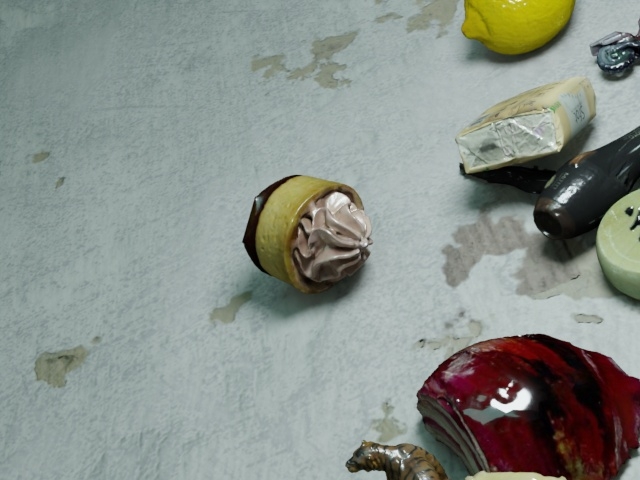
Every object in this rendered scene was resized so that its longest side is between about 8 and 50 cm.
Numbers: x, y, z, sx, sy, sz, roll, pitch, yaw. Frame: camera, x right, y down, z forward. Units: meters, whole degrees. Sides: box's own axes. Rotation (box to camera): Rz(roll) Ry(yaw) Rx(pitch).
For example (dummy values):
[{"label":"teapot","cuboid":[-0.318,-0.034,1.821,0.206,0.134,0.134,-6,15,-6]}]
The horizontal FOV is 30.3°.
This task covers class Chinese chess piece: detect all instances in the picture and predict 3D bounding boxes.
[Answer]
[{"label":"Chinese chess piece","cuboid":[0.502,0.002,1.743,0.188,0.083,0.188,-16,45,16]}]

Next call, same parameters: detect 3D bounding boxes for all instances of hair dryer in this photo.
[{"label":"hair dryer","cuboid":[0.376,-0.126,1.953,0.303,0.120,0.359,-42,32,-27]}]

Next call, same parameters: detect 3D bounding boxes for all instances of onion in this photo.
[{"label":"onion","cuboid":[0.280,0.208,1.617,0.280,0.146,0.314,-33,36,-10]}]

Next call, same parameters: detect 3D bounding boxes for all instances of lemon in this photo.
[{"label":"lemon","cuboid":[0.369,-0.444,2.197,0.244,0.187,0.187,-26,40,-4]}]

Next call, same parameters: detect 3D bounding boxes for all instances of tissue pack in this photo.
[{"label":"tissue pack","cuboid":[0.342,-0.191,1.945,0.186,0.090,0.222,-14,12,32]}]

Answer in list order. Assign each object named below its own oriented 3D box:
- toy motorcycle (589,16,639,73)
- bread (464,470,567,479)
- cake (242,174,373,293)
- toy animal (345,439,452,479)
[{"label":"toy motorcycle","cuboid":[0.572,-0.373,2.082,0.213,0.082,0.122,-27,42,1]},{"label":"bread","cuboid":[0.273,0.464,1.182,0.279,0.371,0.390,-8,44,21]},{"label":"cake","cuboid":[0.000,0.000,1.949,0.207,0.185,0.178,-23,31,-28]},{"label":"toy animal","cuboid":[0.152,0.353,1.560,0.114,0.116,0.255,-39,42,-8]}]
